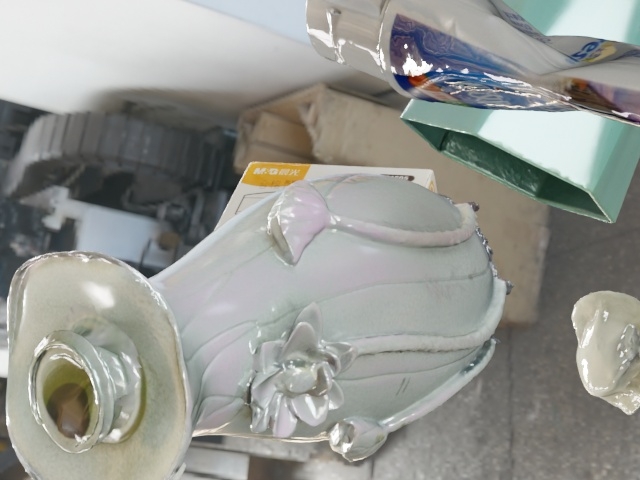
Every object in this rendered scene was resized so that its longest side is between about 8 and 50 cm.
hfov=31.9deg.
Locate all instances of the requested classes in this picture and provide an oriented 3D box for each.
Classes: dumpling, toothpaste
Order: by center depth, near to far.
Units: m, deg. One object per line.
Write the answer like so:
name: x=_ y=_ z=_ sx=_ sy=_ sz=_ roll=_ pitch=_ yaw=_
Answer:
toothpaste: x=0.107 y=-0.060 z=0.417 sx=0.266 sy=0.096 sz=0.061 roll=25 pitch=100 yaw=37
dumpling: x=0.440 y=0.166 z=1.665 sx=0.150 sy=0.092 sz=0.176 roll=-26 pitch=61 yaw=59

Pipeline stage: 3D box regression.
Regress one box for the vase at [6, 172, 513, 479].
vase: x=-0.040 y=0.070 z=0.904 sx=0.250 sy=0.445 sz=0.250 roll=7 pitch=102 yaw=35

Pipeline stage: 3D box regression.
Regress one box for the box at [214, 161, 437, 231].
box: x=0.000 y=0.000 z=1.453 sx=0.221 sy=0.274 sz=0.091 roll=-69 pitch=-27 yaw=-44

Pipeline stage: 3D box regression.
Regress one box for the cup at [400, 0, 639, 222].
cup: x=0.165 y=-0.146 z=0.700 sx=0.148 sy=0.134 sz=0.236 roll=21 pitch=84 yaw=54
